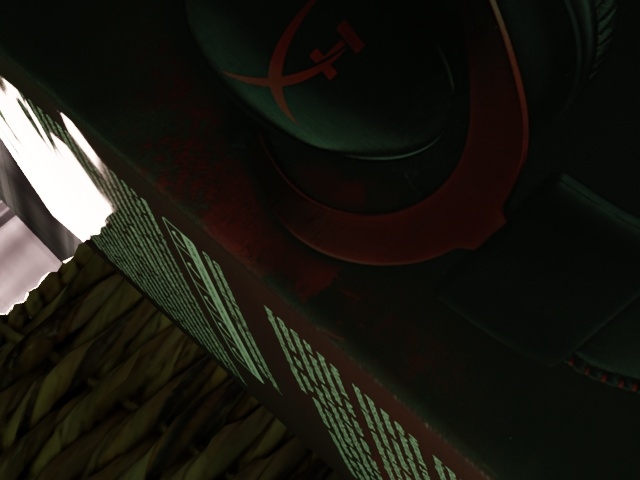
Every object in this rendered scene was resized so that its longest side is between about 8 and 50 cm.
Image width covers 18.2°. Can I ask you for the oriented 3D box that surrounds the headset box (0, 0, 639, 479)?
[{"bbox_3d":[0.090,-0.025,0.413,0.293,0.218,0.110,40,166,32],"label":"headset box"}]

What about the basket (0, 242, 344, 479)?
[{"bbox_3d":[0.067,0.069,0.596,0.223,0.299,0.213,37,165,40],"label":"basket"}]
